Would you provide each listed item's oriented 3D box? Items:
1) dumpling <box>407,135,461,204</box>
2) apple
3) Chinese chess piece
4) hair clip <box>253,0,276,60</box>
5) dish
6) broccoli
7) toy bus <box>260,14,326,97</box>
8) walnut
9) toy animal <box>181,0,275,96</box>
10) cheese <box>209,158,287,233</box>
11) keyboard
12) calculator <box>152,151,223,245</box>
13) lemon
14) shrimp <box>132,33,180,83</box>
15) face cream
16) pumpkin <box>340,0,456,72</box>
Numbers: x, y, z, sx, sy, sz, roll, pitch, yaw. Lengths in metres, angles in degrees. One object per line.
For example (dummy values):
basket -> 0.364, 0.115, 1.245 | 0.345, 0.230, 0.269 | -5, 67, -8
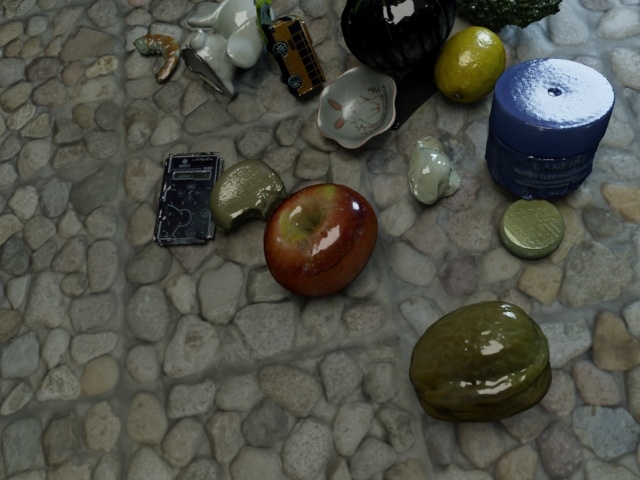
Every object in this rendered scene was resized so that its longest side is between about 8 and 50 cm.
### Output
dumpling -> 0.280, -0.159, 1.440 | 0.134, 0.100, 0.169 | 19, 41, -18
apple -> 0.000, 0.000, 1.354 | 0.251, 0.206, 0.272 | 12, 66, 27
Chinese chess piece -> 0.482, -0.027, 1.352 | 0.143, 0.058, 0.144 | -5, 64, 10
hair clip -> -0.144, -0.583, 1.602 | 0.033, 0.189, 0.060 | 10, 37, 36
dish -> 0.105, -0.335, 1.542 | 0.229, 0.081, 0.230 | -6, 74, 21
broccoli -> 0.494, -0.737, 1.562 | 0.302, 0.249, 0.375 | -40, 60, -5
toy bus -> -0.071, -0.500, 1.582 | 0.114, 0.201, 0.098 | -30, 30, -7
walnut -> 0.313, 0.238, 1.173 | 0.282, 0.228, 0.283 | -24, 22, 10
toy animal -> -0.267, -0.573, 1.675 | 0.248, 0.174, 0.290 | 18, 72, 17
cheese -> -0.195, -0.107, 1.499 | 0.202, 0.091, 0.175 | -43, 66, -8
keyboard -> 0.290, -0.453, 1.596 | 0.103, 0.041, 0.381 | 39, 85, 23
calculator -> -0.348, -0.114, 1.565 | 0.165, 0.028, 0.274 | -2, 66, 10
lemon -> 0.380, -0.446, 1.500 | 0.169, 0.170, 0.207 | 24, 73, 20
shrimp -> -0.501, -0.547, 1.785 | 0.160, 0.049, 0.166 | 4, 75, 11
face cream -> 0.507, -0.248, 1.335 | 0.248, 0.225, 0.249 | -5, 52, 6
pumpkin -> 0.206, -0.540, 1.499 | 0.295, 0.296, 0.296 | -4, 65, 9
